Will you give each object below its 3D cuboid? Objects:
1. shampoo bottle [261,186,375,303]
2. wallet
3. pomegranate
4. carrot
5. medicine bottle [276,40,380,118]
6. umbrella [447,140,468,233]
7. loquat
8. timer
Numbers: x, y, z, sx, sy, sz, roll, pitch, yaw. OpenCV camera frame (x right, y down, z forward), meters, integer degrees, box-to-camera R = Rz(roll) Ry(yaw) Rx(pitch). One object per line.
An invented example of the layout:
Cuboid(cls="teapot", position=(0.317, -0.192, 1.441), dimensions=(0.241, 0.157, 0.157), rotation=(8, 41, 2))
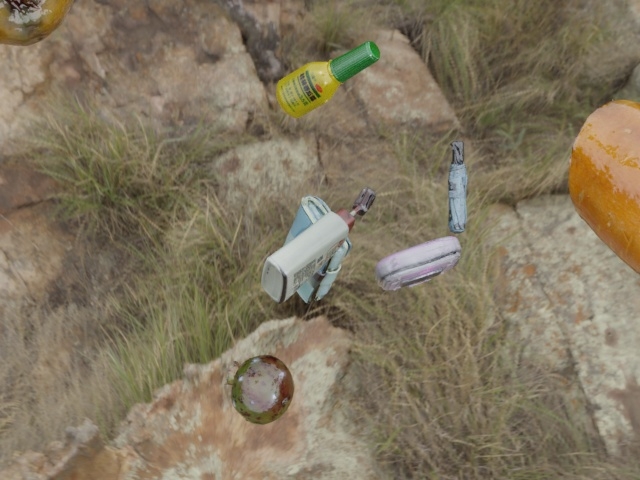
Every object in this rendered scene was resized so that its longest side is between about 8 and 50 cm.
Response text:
Cuboid(cls="shampoo bottle", position=(0.000, 0.000, 1.513), dimensions=(0.071, 0.153, 0.284), rotation=(40, 62, 14))
Cuboid(cls="wallet", position=(-0.022, 0.028, 1.862), dimensions=(0.075, 0.250, 0.176), rotation=(-21, 65, -31))
Cuboid(cls="pomegranate", position=(-0.112, 0.268, 1.366), dimensions=(0.130, 0.130, 0.130), rotation=(2, 71, -7))
Cuboid(cls="carrot", position=(0.500, -0.028, 1.045), dimensions=(0.193, 0.214, 0.331), rotation=(-22, 44, -21))
Cuboid(cls="medicine bottle", position=(0.016, -0.354, 1.638), dimensions=(0.064, 0.260, 0.095), rotation=(-30, 96, -55))
Cuboid(cls="umbrella", position=(0.374, -0.144, 2.050), dimensions=(0.052, 0.053, 0.251), rotation=(1, 92, 28))
Cuboid(cls="loquat", position=(-0.454, -0.366, 1.083), dimensions=(0.187, 0.176, 0.234), rotation=(-41, 51, -14))
Cuboid(cls="timer", position=(0.232, 0.058, 1.794), dimensions=(0.208, 0.191, 0.069), rotation=(-20, 75, -3))
